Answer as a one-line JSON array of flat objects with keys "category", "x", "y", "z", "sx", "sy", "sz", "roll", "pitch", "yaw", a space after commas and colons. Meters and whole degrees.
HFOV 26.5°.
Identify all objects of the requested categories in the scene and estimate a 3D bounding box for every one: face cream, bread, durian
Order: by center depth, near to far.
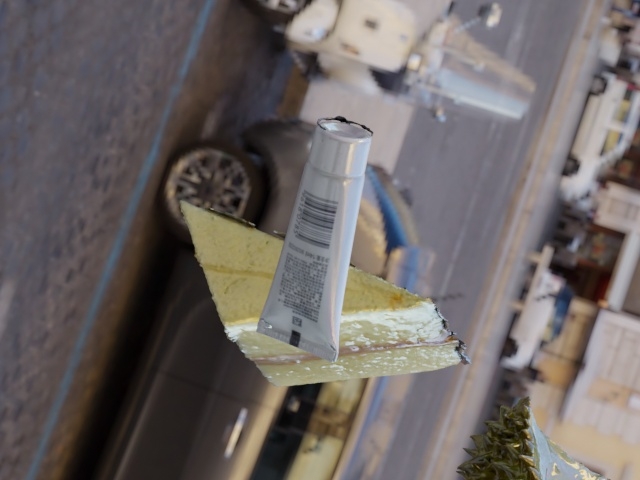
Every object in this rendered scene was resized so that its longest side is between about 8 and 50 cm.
[{"category": "durian", "x": 0.219, "y": 0.274, "z": 1.075, "sx": 0.166, "sy": 0.306, "sz": 0.172, "roll": -63, "pitch": -170, "yaw": -29}, {"category": "face cream", "x": 0.000, "y": 0.000, "z": 1.354, "sx": 0.058, "sy": 0.092, "sz": 0.244, "roll": -33, "pitch": 140, "yaw": -62}, {"category": "bread", "x": 0.019, "y": 0.072, "z": 2.032, "sx": 0.346, "sy": 0.405, "sz": 0.242, "roll": 95, "pitch": -17, "yaw": -69}]
